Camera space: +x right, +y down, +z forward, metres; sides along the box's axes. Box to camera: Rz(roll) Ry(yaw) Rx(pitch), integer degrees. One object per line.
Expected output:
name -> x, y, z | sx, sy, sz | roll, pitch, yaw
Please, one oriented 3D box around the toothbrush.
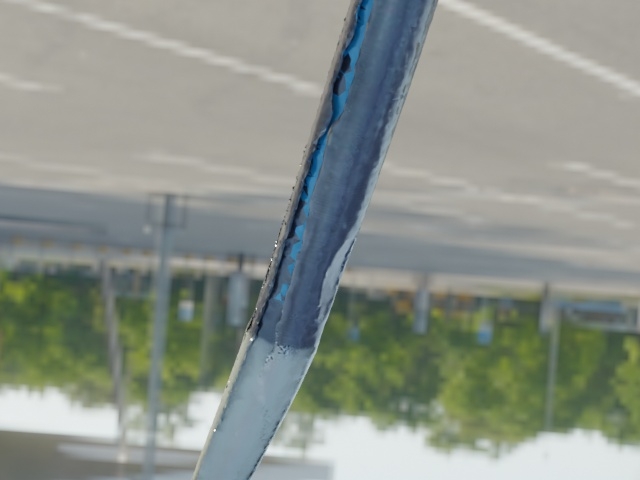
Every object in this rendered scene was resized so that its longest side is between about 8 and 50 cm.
toothbrush -> 0.000, 0.000, 0.376 | 0.026, 0.288, 0.024 | 23, -159, 14
